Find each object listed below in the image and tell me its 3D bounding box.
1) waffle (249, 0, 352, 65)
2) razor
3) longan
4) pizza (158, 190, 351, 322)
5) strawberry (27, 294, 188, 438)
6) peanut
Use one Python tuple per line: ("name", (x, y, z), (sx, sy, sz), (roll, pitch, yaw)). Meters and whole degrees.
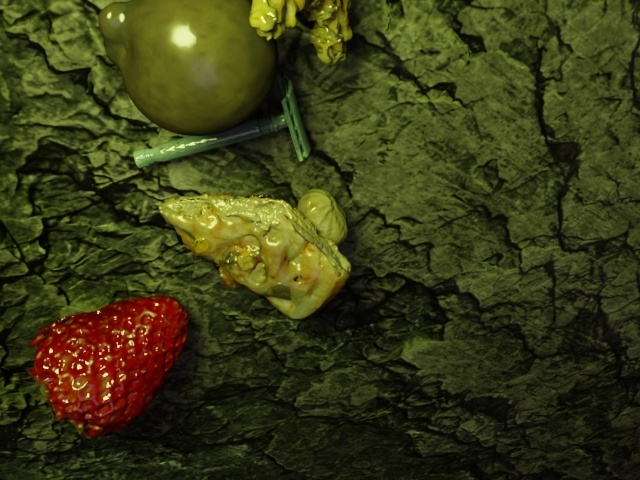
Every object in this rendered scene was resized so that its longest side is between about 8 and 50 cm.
("waffle", (-0.017, -0.272, 0.808), (0.051, 0.194, 0.149), (-1, 102, 29))
("razor", (-0.137, -0.141, 0.970), (0.232, 0.068, 0.106), (-13, 135, 3))
("longan", (-0.151, -0.210, 0.819), (0.204, 0.159, 0.185), (21, 123, -23))
("pizza", (-0.095, 0.014, 1.064), (0.297, 0.071, 0.189), (38, 131, -20))
("strawberry", (-0.318, 0.178, 1.146), (0.244, 0.205, 0.205), (-41, 136, -10))
("peanut", (0.000, 0.000, 1.128), (0.082, 0.082, 0.187), (-6, 134, -13))
